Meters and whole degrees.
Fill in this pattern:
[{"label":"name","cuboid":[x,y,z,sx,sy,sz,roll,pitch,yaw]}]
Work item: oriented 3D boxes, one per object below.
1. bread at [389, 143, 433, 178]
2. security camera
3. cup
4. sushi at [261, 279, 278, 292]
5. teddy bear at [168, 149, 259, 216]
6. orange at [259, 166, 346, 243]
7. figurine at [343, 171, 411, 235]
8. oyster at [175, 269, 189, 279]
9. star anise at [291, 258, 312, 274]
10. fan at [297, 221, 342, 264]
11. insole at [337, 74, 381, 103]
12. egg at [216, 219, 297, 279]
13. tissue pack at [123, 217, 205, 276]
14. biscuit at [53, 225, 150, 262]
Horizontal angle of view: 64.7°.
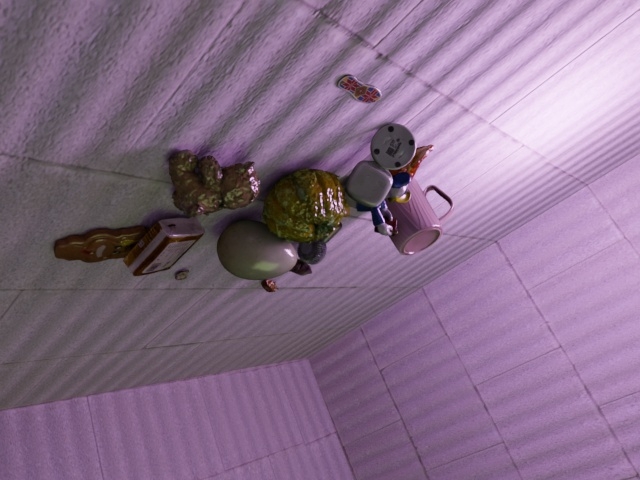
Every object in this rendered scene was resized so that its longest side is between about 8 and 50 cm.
[{"label":"bread","cuboid":[0.311,-0.267,1.899,0.140,0.095,0.269,-7,157,-31]},{"label":"security camera","cuboid":[0.205,-0.259,1.732,0.157,0.080,0.301,28,103,-15]},{"label":"cup","cuboid":[0.384,-0.108,2.097,0.289,0.273,0.208,-13,149,-20]},{"label":"sushi","cuboid":[-0.247,0.222,2.492,0.060,0.061,0.118,-19,159,20]},{"label":"teddy bear","cuboid":[-0.301,-0.157,1.482,0.256,0.156,0.267,-18,156,-18]},{"label":"orange","cuboid":[-0.048,-0.114,1.736,0.300,0.223,0.301,-36,154,16]},{"label":"figurine","cuboid":[0.211,-0.131,1.880,0.338,0.283,0.204,-36,-170,36]},{"label":"oyster","cuboid":[-0.567,0.141,2.059,0.054,0.019,0.083,-10,152,-32]},{"label":"star anise","cuboid":[-0.123,0.110,2.249,0.197,0.073,0.212,17,175,-30]},{"label":"fan","cuboid":[0.000,0.000,2.177,0.244,0.130,0.074,-44,146,18]},{"label":"insole","cuboid":[0.115,-0.433,1.459,0.065,0.006,0.193,-37,155,29]},{"label":"egg","cuboid":[-0.230,0.041,1.847,0.296,0.218,0.218,15,148,-6]},{"label":"tissue pack","cuboid":[-0.517,0.019,1.689,0.226,0.092,0.183,-43,167,26]},{"label":"biscuit","cuboid":[-0.696,0.020,1.636,0.295,0.044,0.186,-9,151,-33]}]
